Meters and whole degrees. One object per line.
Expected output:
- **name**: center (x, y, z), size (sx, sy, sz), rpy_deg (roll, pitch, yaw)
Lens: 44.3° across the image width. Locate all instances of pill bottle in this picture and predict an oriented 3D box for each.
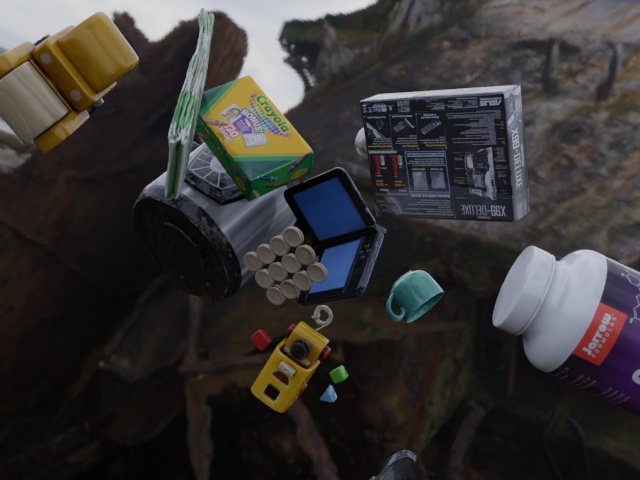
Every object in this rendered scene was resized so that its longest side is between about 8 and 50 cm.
- **pill bottle**: center (0.411, 0.130, 1.080), size (0.322, 0.182, 0.181), rpy_deg (24, 4, 1)

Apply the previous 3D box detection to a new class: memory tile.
- **memory tile**: center (-0.062, 0.046, 1.369), size (0.113, 0.148, 0.012), rpy_deg (56, 38, -5)

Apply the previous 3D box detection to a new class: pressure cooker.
- **pressure cooker**: center (-0.248, -0.093, 2.125), size (0.375, 0.420, 0.370), rpy_deg (-3, -57, 48)

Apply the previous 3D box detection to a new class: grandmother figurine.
- **grandmother figurine**: center (0.204, -0.240, 2.277), size (0.208, 0.104, 0.342), rpy_deg (48, -1, -38)

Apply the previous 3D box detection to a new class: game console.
- **game console**: center (0.000, 0.000, 1.860), size (0.173, 0.250, 0.293), rpy_deg (30, -22, -22)

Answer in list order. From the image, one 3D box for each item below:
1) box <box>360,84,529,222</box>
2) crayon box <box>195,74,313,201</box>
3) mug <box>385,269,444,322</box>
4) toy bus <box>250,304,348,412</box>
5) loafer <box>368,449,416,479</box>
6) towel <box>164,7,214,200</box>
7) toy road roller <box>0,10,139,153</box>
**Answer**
- **box**: center (0.236, -0.164, 1.508), size (0.307, 0.243, 0.076), rpy_deg (3, 21, 36)
- **crayon box**: center (-0.159, -0.233, 1.759), size (0.278, 0.165, 0.081), rpy_deg (52, -25, 26)
- **mug**: center (0.239, 0.140, 2.062), size (0.097, 0.129, 0.157), rpy_deg (51, 24, 19)
- **toy bus**: center (-0.058, 0.255, 1.620), size (0.190, 0.202, 0.104), rpy_deg (-12, 7, 19)
- **loafer**: center (0.155, 0.539, 1.761), size (0.062, 0.170, 0.061), rpy_deg (36, 21, -2)
- **towel**: center (-0.265, -0.268, 1.586), size (0.038, 0.325, 0.248), rpy_deg (10, -27, -8)
- **toy road roller**: center (-0.541, -0.360, 1.685), size (0.202, 0.240, 0.329), rpy_deg (53, 20, -19)
